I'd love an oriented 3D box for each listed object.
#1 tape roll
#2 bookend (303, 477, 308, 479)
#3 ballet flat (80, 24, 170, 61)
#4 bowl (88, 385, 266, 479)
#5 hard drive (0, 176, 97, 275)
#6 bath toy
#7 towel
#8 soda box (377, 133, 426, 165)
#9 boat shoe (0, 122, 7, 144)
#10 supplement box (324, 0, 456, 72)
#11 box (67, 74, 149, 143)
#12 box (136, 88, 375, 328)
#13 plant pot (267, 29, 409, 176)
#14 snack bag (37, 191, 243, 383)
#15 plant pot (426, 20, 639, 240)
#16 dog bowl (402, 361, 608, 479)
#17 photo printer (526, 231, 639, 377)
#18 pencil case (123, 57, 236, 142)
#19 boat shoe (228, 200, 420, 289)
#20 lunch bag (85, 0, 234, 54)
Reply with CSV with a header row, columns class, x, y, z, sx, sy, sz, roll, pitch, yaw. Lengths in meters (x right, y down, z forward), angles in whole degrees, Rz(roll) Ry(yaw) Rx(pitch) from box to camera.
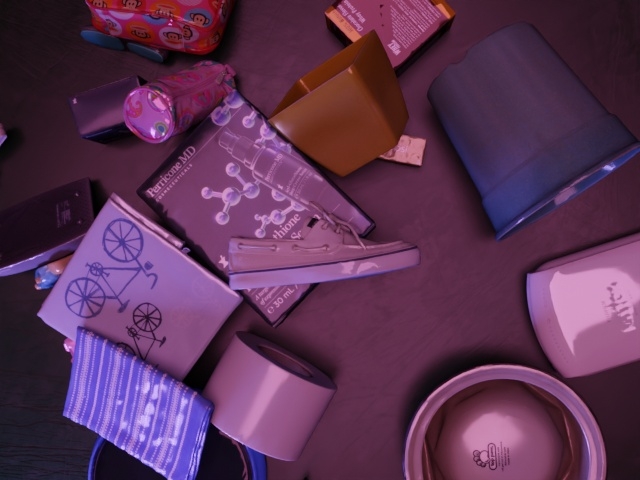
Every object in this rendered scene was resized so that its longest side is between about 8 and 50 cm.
class,x,y,z,sx,sy,sz,roll,pitch,yaw
tape roll,-0.110,0.318,1.783,0.246,0.246,0.169,28,91,3
bookend,-0.004,0.624,1.864,0.157,0.072,0.156,28,92,2
ballet flat,-0.419,-0.446,1.890,0.203,0.074,0.074,17,91,7
bowl,-0.314,0.516,1.880,0.391,0.077,0.391,0,91,3
hard drive,-0.597,-0.024,1.867,0.255,0.054,0.172,-22,52,4
bath toy,-0.489,0.200,1.868,0.129,0.151,0.348,-25,92,-24
towel,-0.374,0.342,1.746,0.336,0.040,0.243,26,121,15
soda box,0.133,-0.203,1.859,0.181,0.058,0.061,12,91,4
boat shoe,-0.773,-0.143,1.898,0.277,0.098,0.096,-42,88,12
supplement box,0.144,-0.463,1.821,0.194,0.129,0.191,-43,88,2
box,-0.428,-0.275,1.842,0.156,0.158,0.093,-17,89,4
box,-0.123,-0.065,1.799,0.395,0.212,0.293,44,93,3
plant pot,0.058,-0.256,1.715,0.212,0.212,0.187,-29,110,30
snack bag,-0.359,0.124,1.740,0.343,0.037,0.323,36,108,-1
plant pot,0.405,-0.228,1.724,0.341,0.341,0.334,-32,81,3
dog bowl,0.373,0.445,1.803,0.408,0.150,0.407,0,91,4
photo printer,0.595,0.137,1.808,0.308,0.107,0.256,-17,89,3
pencil case,-0.279,-0.291,1.770,0.124,0.284,0.124,11,117,22
boat shoe,0.000,0.000,1.630,0.367,0.136,0.156,-7,87,13
lunch bag,-0.328,-0.540,1.833,0.293,0.120,0.258,13,66,3
